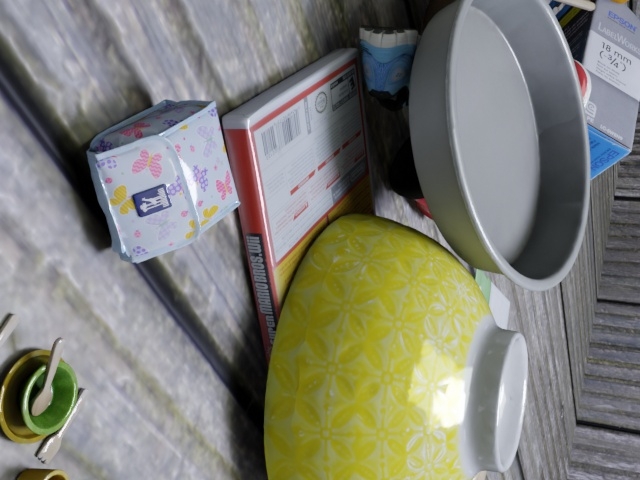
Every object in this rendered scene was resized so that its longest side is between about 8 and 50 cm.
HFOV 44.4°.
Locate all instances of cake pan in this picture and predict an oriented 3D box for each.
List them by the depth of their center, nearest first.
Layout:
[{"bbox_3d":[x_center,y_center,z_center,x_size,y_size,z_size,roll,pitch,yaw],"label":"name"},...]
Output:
[{"bbox_3d":[0.173,-0.098,0.727,0.293,0.054,0.293,8,80,-50],"label":"cake pan"}]

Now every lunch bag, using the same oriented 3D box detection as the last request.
[{"bbox_3d":[-0.090,-0.034,0.448,0.083,0.053,0.071,-39,128,-45],"label":"lunch bag"}]

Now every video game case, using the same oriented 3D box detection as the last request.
[{"bbox_3d":[0.000,0.000,0.672,0.204,0.025,0.285,-46,134,-53],"label":"video game case"}]

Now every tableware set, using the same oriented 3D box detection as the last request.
[{"bbox_3d":[-0.158,0.078,0.358,0.104,0.024,0.154,-66,149,-33],"label":"tableware set"}]

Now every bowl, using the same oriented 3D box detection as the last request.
[{"bbox_3d":[0.088,0.124,0.669,0.289,0.156,0.290,-18,110,-62],"label":"bowl"}]

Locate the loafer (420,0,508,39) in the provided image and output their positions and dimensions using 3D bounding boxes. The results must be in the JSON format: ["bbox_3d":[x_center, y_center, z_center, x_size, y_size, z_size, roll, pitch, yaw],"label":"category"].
[{"bbox_3d":[0.191,-0.227,0.954,0.130,0.134,0.366,-52,159,14],"label":"loafer"}]

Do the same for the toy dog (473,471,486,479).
[{"bbox_3d":[0.170,0.329,0.890,0.333,0.160,0.220,-6,103,-73],"label":"toy dog"}]

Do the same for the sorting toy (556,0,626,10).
[{"bbox_3d":[0.294,-0.403,0.987,0.307,0.041,0.229,0,77,-37],"label":"sorting toy"}]

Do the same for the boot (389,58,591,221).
[{"bbox_3d":[0.188,-0.123,0.857,0.244,0.088,0.176,-45,152,10],"label":"boot"}]

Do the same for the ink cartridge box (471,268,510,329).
[{"bbox_3d":[0.204,0.110,1.073,0.209,0.062,0.109,36,62,-61],"label":"ink cartridge box"}]

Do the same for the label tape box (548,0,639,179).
[{"bbox_3d":[0.361,-0.223,1.153,0.240,0.105,0.334,-48,-162,60],"label":"label tape box"}]

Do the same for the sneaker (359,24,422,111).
[{"bbox_3d":[0.065,-0.158,0.731,0.162,0.063,0.073,-30,127,-70],"label":"sneaker"}]
